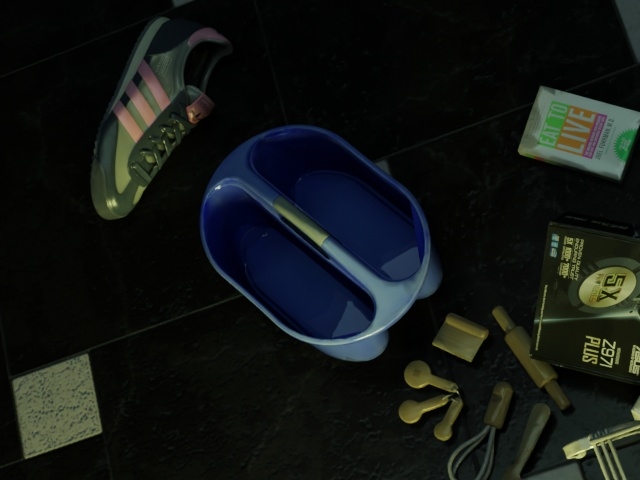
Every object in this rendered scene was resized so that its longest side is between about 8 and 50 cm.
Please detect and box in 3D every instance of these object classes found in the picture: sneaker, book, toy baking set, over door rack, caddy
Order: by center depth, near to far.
[{"bbox_3d":[0.466,0.285,1.721,0.324,0.108,0.239,-21,73,5],"label":"over door rack"},{"bbox_3d":[0.213,0.210,1.950,0.197,0.030,0.256,-40,63,4],"label":"toy baking set"},{"bbox_3d":[0.000,0.000,2.016,0.341,0.179,0.241,39,87,26],"label":"caddy"},{"bbox_3d":[0.345,-0.139,2.035,0.144,0.035,0.096,17,81,22],"label":"book"},{"bbox_3d":[-0.226,-0.174,2.195,0.131,0.112,0.319,11,75,25],"label":"sneaker"}]

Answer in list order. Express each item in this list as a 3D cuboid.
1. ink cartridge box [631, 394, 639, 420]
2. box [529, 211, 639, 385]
[{"bbox_3d":[0.488,0.199,1.828,0.190,0.082,0.139,29,83,24],"label":"ink cartridge box"},{"bbox_3d":[0.347,0.069,1.884,0.147,0.077,0.180,13,106,22],"label":"box"}]
